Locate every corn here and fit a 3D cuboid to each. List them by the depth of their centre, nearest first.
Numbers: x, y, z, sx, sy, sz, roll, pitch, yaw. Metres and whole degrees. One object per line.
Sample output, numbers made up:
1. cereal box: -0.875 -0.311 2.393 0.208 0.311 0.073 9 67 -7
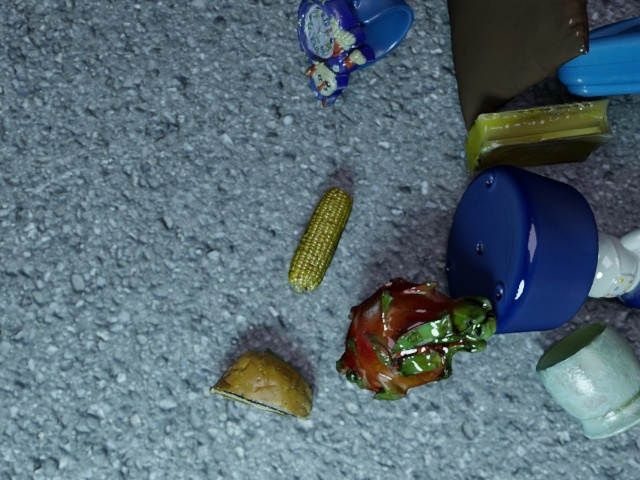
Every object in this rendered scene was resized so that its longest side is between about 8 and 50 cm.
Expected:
1. corn: 0.000 0.000 1.043 0.068 0.068 0.207 23 80 6

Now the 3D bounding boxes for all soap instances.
1. soap: 0.384 -0.180 1.040 0.233 0.135 0.076 -8 77 -1

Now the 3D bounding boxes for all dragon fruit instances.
1. dragon fruit: 0.140 0.161 0.911 0.198 0.269 0.200 40 74 -21

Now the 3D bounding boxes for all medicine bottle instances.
1. medicine bottle: 0.448 0.225 0.941 0.147 0.147 0.143 -37 82 -7

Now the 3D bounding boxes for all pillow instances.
1. pillow: 0.334 -0.389 1.012 0.108 0.308 0.305 1 76 -22

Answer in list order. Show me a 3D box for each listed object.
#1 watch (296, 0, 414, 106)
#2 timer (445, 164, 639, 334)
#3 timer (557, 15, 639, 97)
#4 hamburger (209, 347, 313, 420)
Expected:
1. watch: 0.068 -0.389 1.081 0.200 0.196 0.171 -29 88 -27
2. timer: 0.432 0.033 0.954 0.384 0.270 0.270 7 77 -11
3. timer: 0.591 -0.324 0.971 0.340 0.309 0.115 -26 114 -32
4. hamburger: -0.091 0.235 0.982 0.176 0.087 0.102 15 80 7
